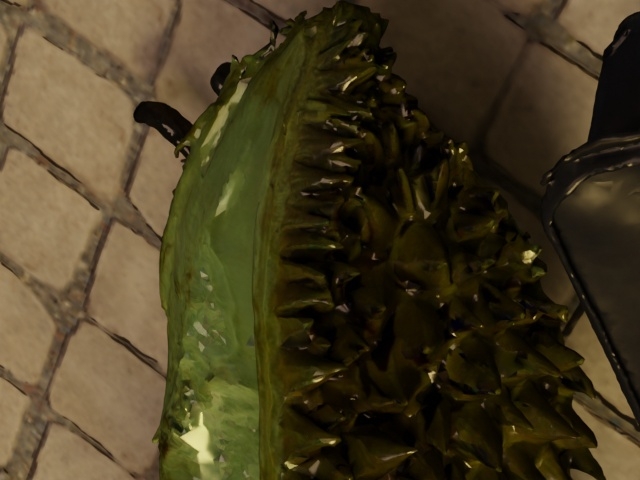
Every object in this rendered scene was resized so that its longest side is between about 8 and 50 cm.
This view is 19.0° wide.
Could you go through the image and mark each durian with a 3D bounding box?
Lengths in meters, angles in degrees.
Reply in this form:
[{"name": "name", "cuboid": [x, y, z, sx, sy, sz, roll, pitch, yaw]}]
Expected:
[{"name": "durian", "cuboid": [0.017, 0.080, 0.867, 0.198, 0.163, 0.394, 37, 135, 56]}]

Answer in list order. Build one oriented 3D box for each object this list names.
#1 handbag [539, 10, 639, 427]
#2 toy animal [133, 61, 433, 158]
[{"name": "handbag", "cuboid": [0.271, 0.021, 0.703, 0.326, 0.118, 0.269, -1, 134, 30]}, {"name": "toy animal", "cuboid": [0.000, 0.000, 0.934, 0.233, 0.084, 0.148, 41, 133, 1]}]
